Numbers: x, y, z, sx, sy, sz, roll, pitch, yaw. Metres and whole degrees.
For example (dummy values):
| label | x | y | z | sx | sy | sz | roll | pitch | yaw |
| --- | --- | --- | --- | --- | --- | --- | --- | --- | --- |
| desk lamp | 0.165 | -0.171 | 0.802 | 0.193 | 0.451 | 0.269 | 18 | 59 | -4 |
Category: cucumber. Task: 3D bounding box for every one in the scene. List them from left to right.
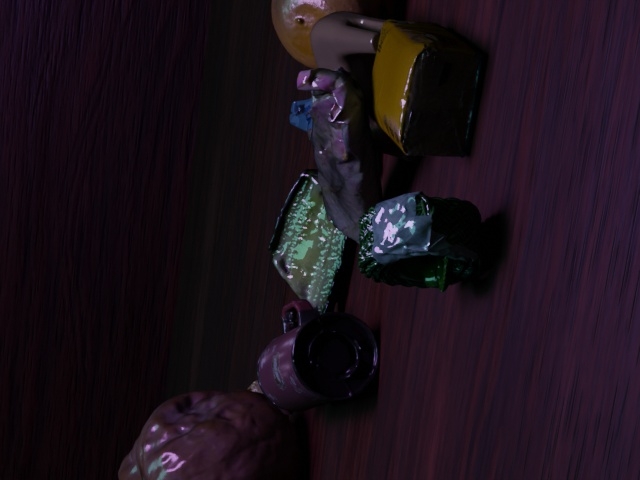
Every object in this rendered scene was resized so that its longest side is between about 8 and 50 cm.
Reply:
| label | x | y | z | sx | sy | sz | roll | pitch | yaw |
| --- | --- | --- | --- | --- | --- | --- | --- | --- | --- |
| cucumber | 0.000 | 0.000 | 1.988 | 0.115 | 0.085 | 0.193 | 28 | 120 | 28 |

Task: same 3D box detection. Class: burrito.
| label | x | y | z | sx | sy | sz | roll | pitch | yaw |
| --- | --- | --- | --- | --- | --- | --- | --- | --- | --- |
| burrito | 0.030 | -0.097 | 1.716 | 0.096 | 0.066 | 0.309 | 46 | 164 | 30 |

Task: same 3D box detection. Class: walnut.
| label | x | y | z | sx | sy | sz | roll | pitch | yaw |
| --- | --- | --- | --- | --- | --- | --- | --- | --- | --- |
| walnut | -0.157 | 0.338 | 2.141 | 0.227 | 0.273 | 0.273 | 45 | 142 | 23 |

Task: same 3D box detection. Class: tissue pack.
| label | x | y | z | sx | sy | sz | roll | pitch | yaw |
| --- | --- | --- | --- | --- | --- | --- | --- | --- | --- |
| tissue pack | 0.108 | -0.165 | 1.553 | 0.169 | 0.082 | 0.120 | -118 | 35 | -69 |

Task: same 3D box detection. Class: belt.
| label | x | y | z | sx | sy | sz | roll | pitch | yaw |
| --- | --- | --- | --- | --- | --- | --- | --- | --- | --- |
| belt | 0.100 | 0.011 | 1.433 | 0.151 | 0.121 | 0.079 | 137 | 139 | -65 |

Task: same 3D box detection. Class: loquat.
| label | x | y | z | sx | sy | sz | roll | pitch | yaw |
| --- | --- | --- | --- | --- | --- | --- | --- | --- | --- |
| loquat | 0.023 | -0.295 | 1.843 | 0.204 | 0.149 | 0.172 | 43 | 125 | 46 |

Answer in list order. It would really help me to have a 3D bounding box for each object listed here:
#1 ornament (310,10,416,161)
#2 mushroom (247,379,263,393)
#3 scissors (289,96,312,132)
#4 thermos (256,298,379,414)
| label | x | y | z | sx | sy | sz | roll | pitch | yaw |
| --- | --- | --- | --- | --- | --- | --- | --- | --- | --- |
| ornament | 0.048 | -0.167 | 1.763 | 0.245 | 0.061 | 0.230 | 25 | 139 | 59 |
| mushroom | -0.081 | 0.298 | 2.303 | 0.202 | 0.054 | 0.059 | -111 | 22 | -50 |
| scissors | -0.005 | -0.194 | 2.186 | 0.393 | 0.032 | 0.180 | -153 | 69 | -77 |
| thermos | -0.026 | 0.157 | 1.925 | 0.136 | 0.109 | 0.330 | 52 | 163 | 0 |
